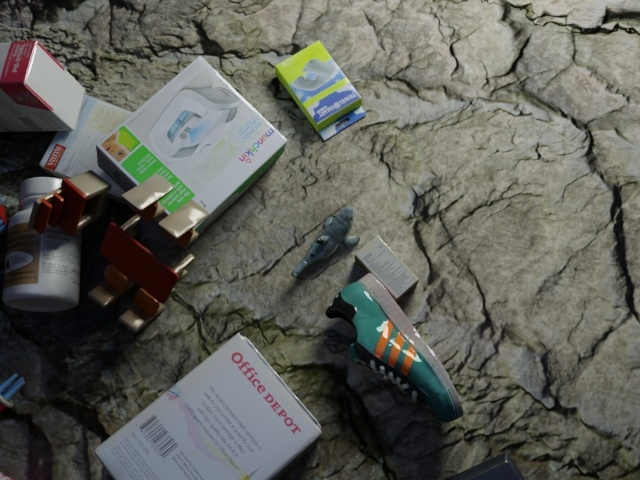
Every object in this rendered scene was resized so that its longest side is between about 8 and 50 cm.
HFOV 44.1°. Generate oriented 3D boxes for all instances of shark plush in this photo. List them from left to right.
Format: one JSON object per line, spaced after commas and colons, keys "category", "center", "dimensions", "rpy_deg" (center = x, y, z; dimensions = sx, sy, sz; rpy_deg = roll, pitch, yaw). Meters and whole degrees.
{"category": "shark plush", "center": [0.000, 0.000, 1.467], "dimensions": [0.161, 0.067, 0.073], "rpy_deg": [-34, 75, -8]}

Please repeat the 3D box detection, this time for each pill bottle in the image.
{"category": "pill bottle", "center": [-0.506, 0.007, 1.452], "dimensions": [0.131, 0.131, 0.229], "rpy_deg": [-3, 72, 1]}

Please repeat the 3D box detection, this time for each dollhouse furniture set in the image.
{"category": "dollhouse furniture set", "center": [-0.353, 0.006, 1.356], "dimensions": [0.259, 0.262, 0.135], "rpy_deg": [37, 39, 7]}

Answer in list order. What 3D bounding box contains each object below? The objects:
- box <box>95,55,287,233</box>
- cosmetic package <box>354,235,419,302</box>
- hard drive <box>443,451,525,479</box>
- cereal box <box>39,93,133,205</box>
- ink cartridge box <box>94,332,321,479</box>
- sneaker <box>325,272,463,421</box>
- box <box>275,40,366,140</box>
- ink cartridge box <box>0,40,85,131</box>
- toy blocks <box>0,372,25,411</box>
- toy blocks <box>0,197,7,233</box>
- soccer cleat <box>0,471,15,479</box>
{"category": "box", "center": [-0.237, -0.160, 1.464], "dimensions": [0.231, 0.127, 0.262], "rpy_deg": [45, 72, 0]}
{"category": "cosmetic package", "center": [0.122, 0.053, 1.460], "dimensions": [0.060, 0.041, 0.115], "rpy_deg": [-39, 75, -9]}
{"category": "hard drive", "center": [0.301, 0.499, 1.307], "dimensions": [0.172, 0.054, 0.254], "rpy_deg": [-23, 73, -5]}
{"category": "cereal box", "center": [-0.402, -0.171, 1.547], "dimensions": [0.240, 0.047, 0.173], "rpy_deg": [22, 75, 9]}
{"category": "ink cartridge box", "center": [-0.181, 0.344, 1.325], "dimensions": [0.306, 0.131, 0.226], "rpy_deg": [-37, 75, -16]}
{"category": "sneaker", "center": [0.124, 0.205, 1.385], "dimensions": [0.121, 0.108, 0.302], "rpy_deg": [-34, 66, -7]}
{"category": "box", "center": [0.001, -0.299, 1.574], "dimensions": [0.109, 0.042, 0.178], "rpy_deg": [-32, 74, -7]}
{"category": "ink cartridge box", "center": [-0.602, -0.286, 1.500], "dimensions": [0.237, 0.172, 0.100], "rpy_deg": [1, 69, 16]}
{"category": "toy blocks", "center": [-0.613, 0.275, 1.413], "dimensions": [0.123, 0.054, 0.148], "rpy_deg": [42, 79, 13]}
{"category": "toy blocks", "center": [-0.724, -0.052, 1.470], "dimensions": [0.381, 0.190, 0.261], "rpy_deg": [32, 63, 21]}
{"category": "soccer cleat", "center": [-0.503, 0.500, 1.292], "dimensions": [0.116, 0.143, 0.331], "rpy_deg": [-42, 76, -10]}
